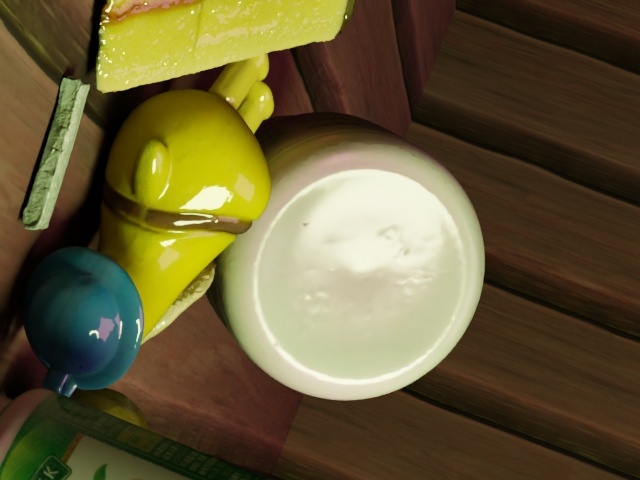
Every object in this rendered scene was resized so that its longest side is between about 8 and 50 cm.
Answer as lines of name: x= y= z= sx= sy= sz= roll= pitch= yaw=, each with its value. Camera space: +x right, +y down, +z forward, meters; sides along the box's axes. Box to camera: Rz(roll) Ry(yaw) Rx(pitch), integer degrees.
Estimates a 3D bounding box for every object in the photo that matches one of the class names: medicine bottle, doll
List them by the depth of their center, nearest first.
medicine bottle: x=-0.166 y=0.190 z=1.229 sx=0.133 sy=0.274 sz=0.133 roll=21 pitch=90 yaw=-80
doll: x=-0.133 y=-0.010 z=1.430 sx=0.363 sy=0.145 sz=0.199 roll=-60 pitch=156 yaw=-30
medicine bottle: x=0.000 y=0.000 z=1.682 sx=0.325 sy=0.256 sz=0.256 roll=-143 pitch=-108 yaw=-72

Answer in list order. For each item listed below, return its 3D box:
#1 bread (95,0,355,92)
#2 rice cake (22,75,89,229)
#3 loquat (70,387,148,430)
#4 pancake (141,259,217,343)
bread: x=-0.107 y=-0.247 z=1.379 sx=0.264 sy=0.163 sz=0.167 roll=-18 pitch=137 yaw=-36
rice cake: x=-0.200 y=-0.065 z=1.280 sx=0.022 sy=0.022 sz=0.121 roll=-13 pitch=122 yaw=-74
loquat: x=-0.216 y=0.209 z=1.427 sx=0.152 sy=0.152 sz=0.195 roll=-15 pitch=117 yaw=-80
pancake: x=-0.157 y=0.059 z=1.535 sx=0.152 sy=0.025 sz=0.151 roll=-33 pitch=-165 yaw=10
